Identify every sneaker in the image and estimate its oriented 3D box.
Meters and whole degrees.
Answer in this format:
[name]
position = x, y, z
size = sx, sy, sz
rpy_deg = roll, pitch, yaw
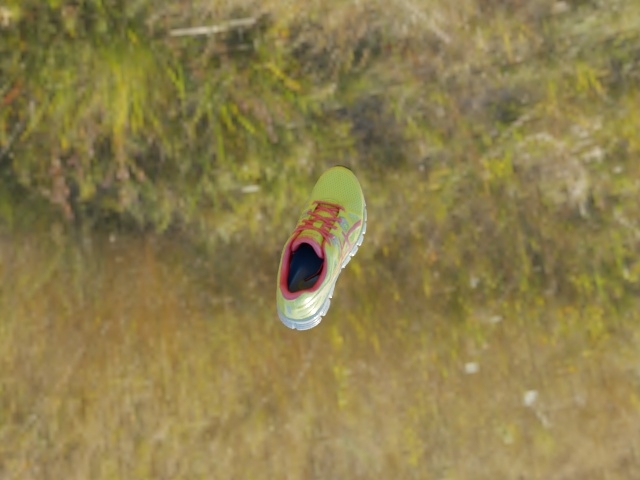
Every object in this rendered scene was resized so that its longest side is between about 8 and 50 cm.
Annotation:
[sneaker]
position = 0.000, 0.000, 1.607
size = 0.081, 0.209, 0.094
rpy_deg = 12, 162, 14
